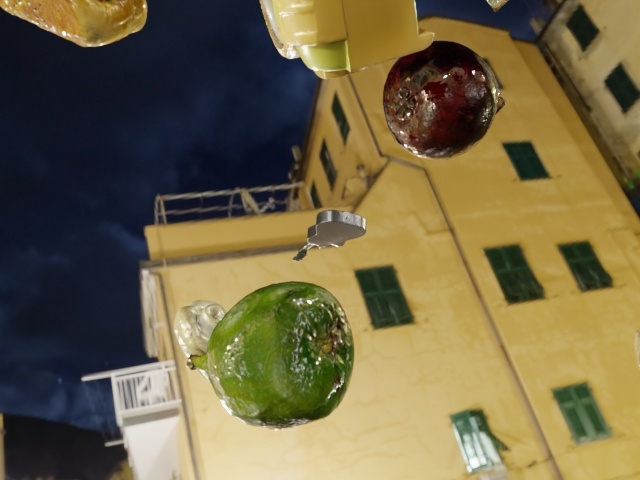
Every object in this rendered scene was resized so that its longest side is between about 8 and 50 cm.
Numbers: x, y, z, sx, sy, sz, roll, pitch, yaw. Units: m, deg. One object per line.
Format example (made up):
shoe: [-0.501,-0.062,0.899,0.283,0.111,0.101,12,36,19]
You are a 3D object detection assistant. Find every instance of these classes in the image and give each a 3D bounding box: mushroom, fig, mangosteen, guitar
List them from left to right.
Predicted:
mushroom: [-0.241,0.187,1.540,0.148,0.148,0.112,4,-42,-32]
fig: [-0.082,0.166,1.017,0.203,0.203,0.235,13,-20,-40]
guitar: [0.000,0.000,1.311,0.088,0.025,0.233,12,-24,-22]
mangosteen: [0.258,-0.277,1.432,0.261,0.235,0.235,-10,-30,-32]

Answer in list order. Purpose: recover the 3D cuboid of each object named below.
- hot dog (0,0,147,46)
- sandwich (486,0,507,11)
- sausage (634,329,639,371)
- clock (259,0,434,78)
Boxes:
hot dog: [-0.373,-0.389,1.057,0.150,0.257,0.153,-37,-37,-40]
sandwich: [0.312,-0.457,1.100,0.144,0.117,0.187,-37,0,-7]
sausage: [0.547,0.132,0.900,0.301,0.065,0.066,-6,-28,14]
clock: [0.001,-0.370,1.020,0.200,0.317,0.244,-14,-64,-13]
